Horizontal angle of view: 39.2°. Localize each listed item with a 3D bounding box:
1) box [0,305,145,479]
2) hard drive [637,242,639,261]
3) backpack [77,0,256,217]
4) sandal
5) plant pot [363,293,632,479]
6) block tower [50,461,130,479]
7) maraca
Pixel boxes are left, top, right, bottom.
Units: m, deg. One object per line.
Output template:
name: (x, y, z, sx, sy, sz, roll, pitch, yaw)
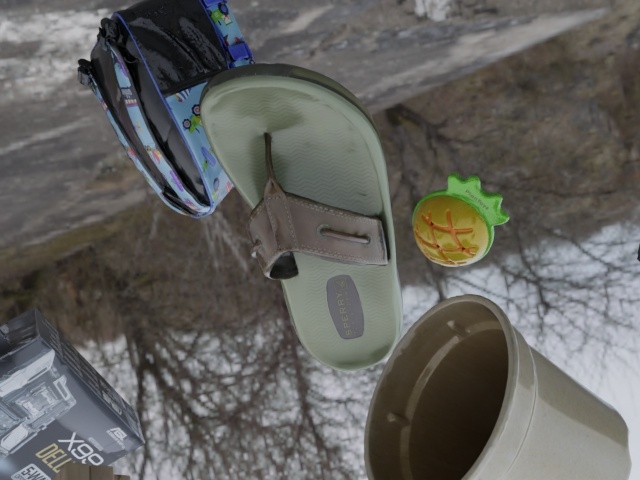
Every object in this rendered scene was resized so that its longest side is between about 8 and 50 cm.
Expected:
box: (-0.454, 0.273, 1.388, 0.242, 0.307, 0.076, -30, -139, -1)
hard drive: (0.433, -0.055, 0.964, 0.054, 0.254, 0.172, 1, -153, -16)
backpack: (-0.112, -0.112, 0.763, 0.117, 0.173, 0.158, -30, -173, -22)
sandal: (0.002, 0.001, 0.677, 0.120, 0.302, 0.086, -11, -144, 15)
plant pot: (0.286, 0.292, 1.359, 0.305, 0.334, 0.334, 27, 165, -22)
block tower: (-0.336, 0.391, 1.099, 0.091, 0.097, 0.335, 16, 135, -33)
maraca: (0.205, -0.029, 1.340, 0.099, 0.127, 0.185, -52, 177, -38)
